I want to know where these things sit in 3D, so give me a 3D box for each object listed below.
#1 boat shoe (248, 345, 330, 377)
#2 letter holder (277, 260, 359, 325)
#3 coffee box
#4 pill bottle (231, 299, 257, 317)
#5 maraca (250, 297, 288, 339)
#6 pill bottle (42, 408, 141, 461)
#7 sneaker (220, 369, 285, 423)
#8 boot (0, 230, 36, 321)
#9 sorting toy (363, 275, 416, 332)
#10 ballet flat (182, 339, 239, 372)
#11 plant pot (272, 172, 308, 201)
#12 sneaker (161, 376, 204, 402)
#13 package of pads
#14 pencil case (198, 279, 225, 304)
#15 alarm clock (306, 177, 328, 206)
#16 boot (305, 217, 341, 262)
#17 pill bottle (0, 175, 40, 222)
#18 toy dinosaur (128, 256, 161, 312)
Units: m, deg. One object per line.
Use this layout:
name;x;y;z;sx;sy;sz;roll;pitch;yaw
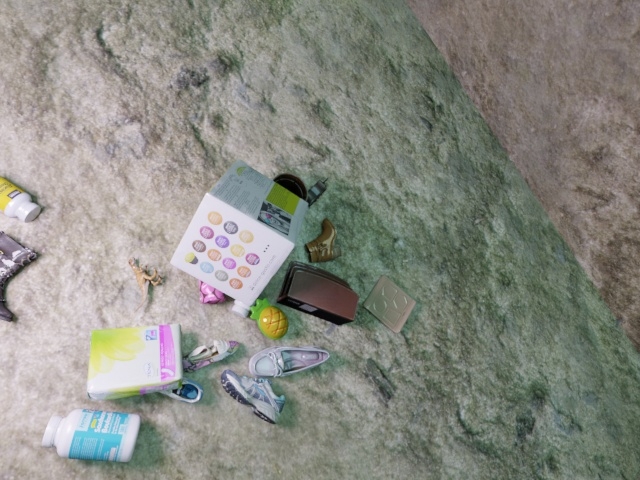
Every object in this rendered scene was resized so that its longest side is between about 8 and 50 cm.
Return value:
boat shoe;-0.122;0.477;1.662;0.321;0.103;0.118;0;74;-22
letter holder;0.004;0.204;1.771;0.302;0.152;0.214;23;65;-15
coffee box;-0.288;-0.035;1.545;0.335;0.337;0.338;31;29;-11
pill bottle;-0.296;0.235;1.676;0.078;0.078;0.137;32;65;-11
maraca;-0.203;0.315;1.673;0.185;0.099;0.127;48;49;-14
pill bottle;-0.730;0.625;1.343;0.265;0.146;0.146;14;70;-19
sneaker;-0.255;0.572;1.594;0.283;0.110;0.122;44;51;-13
boot;-1.054;0.116;1.392;0.263;0.091;0.229;44;64;-3
sorting toy;0.322;0.296;1.941;0.208;0.038;0.193;39;64;-3
ballet flat;-0.414;0.420;1.568;0.222;0.077;0.079;-20;125;-23
plant pot;-0.159;-0.182;1.808;0.167;0.165;0.166;7;71;-21
sneaker;-0.531;0.518;1.492;0.238;0.086;0.085;22;69;-14
package of pads;-0.630;0.416;1.435;0.297;0.101;0.229;-1;52;-22
pencil case;-0.439;0.146;1.641;0.098;0.095;0.209;-12;76;1
alarm clock;-0.018;-0.224;1.898;0.064;0.129;0.192;41;64;-7
boot;0.000;0.000;1.875;0.153;0.073;0.196;-13;77;-21
pill bottle;-1.084;-0.144;1.450;0.184;0.103;0.103;35;65;-9
toy dinosaur;-0.661;0.159;1.568;0.113;0.064;0.211;-20;73;-8
